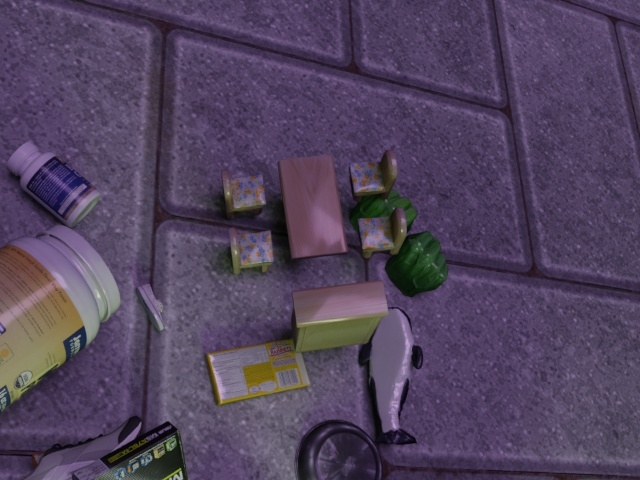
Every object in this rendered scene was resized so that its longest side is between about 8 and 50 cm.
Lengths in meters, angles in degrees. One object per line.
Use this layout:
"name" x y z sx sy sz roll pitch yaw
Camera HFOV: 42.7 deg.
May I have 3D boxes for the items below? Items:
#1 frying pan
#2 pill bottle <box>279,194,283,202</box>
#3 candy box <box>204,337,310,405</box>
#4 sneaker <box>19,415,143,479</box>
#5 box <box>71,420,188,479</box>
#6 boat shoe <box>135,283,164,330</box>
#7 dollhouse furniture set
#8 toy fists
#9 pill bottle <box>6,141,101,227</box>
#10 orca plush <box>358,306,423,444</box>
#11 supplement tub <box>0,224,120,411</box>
"frying pan" 0.079 0.510 1.645 0.197 0.053 0.326 -27 78 -33
"pill bottle" -0.035 -0.068 1.843 0.120 0.067 0.067 47 55 0
"candy box" -0.126 0.264 1.663 0.205 0.027 0.105 -6 67 -30
"sneaker" -0.422 0.382 1.412 0.271 0.100 0.108 -34 80 -35
"box" -0.318 0.430 1.407 0.190 0.045 0.184 -24 122 -35
"boat shoe" -0.328 0.130 1.619 0.035 0.035 0.100 -23 72 -31
"dollhouse furniture set" 0.000 0.000 1.647 0.362 0.256 0.394 -7 72 -7
"toy fists" 0.189 -0.006 1.885 0.096 0.142 0.279 -31 84 -35
"pill bottle" -0.521 -0.112 1.594 0.169 0.094 0.094 41 55 -5
"orca plush" 0.177 0.294 1.765 0.102 0.151 0.287 25 48 -53
"supplement tub" -0.524 0.135 1.394 0.228 0.228 0.316 49 55 1
